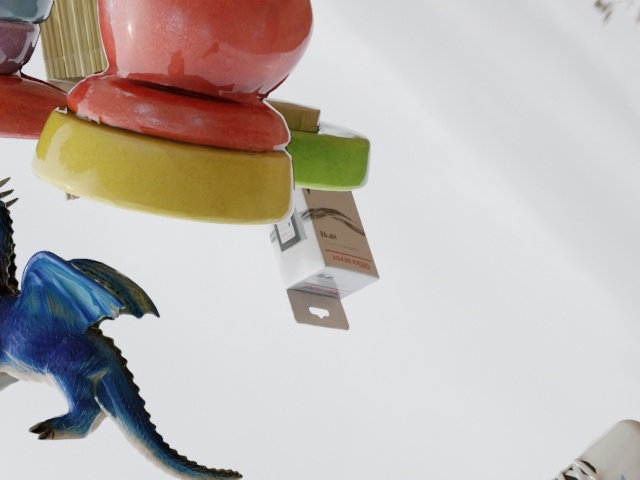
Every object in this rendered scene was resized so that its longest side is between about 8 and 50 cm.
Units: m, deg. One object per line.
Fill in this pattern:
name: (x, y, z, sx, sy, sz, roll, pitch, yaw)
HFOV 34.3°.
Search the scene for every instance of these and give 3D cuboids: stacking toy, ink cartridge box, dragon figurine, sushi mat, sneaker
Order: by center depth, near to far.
stacking toy: (-0.108, -0.116, 0.572, 0.308, 0.130, 0.279, 17, -167, 23)
dragon figurine: (-0.168, 0.057, 0.709, 0.289, 0.144, 0.085, 24, 176, 12)
sneaker: (0.218, 0.254, 0.949, 0.086, 0.237, 0.085, 45, 178, -37)
ink cartridge box: (0.000, 0.000, 1.110, 0.104, 0.060, 0.180, 14, -128, -52)
sushi mat: (-0.225, -0.206, 1.123, 0.151, 0.317, 0.019, -7, -165, -7)
